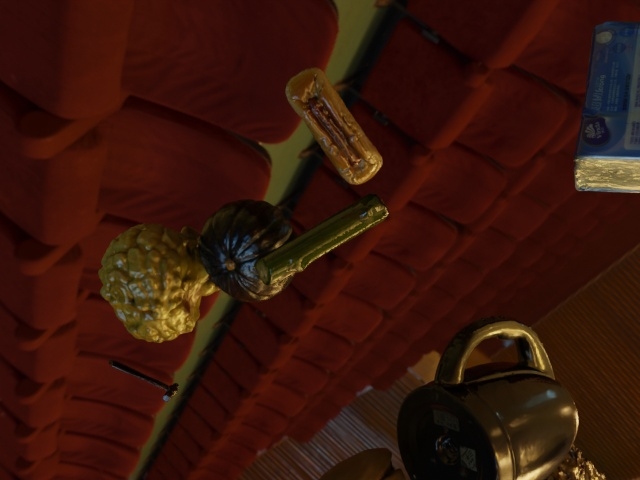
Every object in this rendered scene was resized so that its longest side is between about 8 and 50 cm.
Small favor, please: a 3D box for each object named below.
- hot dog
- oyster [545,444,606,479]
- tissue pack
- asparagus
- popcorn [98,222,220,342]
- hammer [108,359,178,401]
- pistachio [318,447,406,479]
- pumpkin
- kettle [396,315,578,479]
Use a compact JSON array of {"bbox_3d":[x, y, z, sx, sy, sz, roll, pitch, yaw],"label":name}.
[{"bbox_3d":[0.029,-0.198,1.035,0.084,0.242,0.073,-31,-154,13],"label":"hot dog"},{"bbox_3d":[0.563,0.563,1.294,0.396,0.111,0.204,-8,100,-46],"label":"oyster"},{"bbox_3d":[0.542,-0.220,0.946,0.146,0.198,0.263,40,61,-59],"label":"tissue pack"},{"bbox_3d":[-0.001,-0.002,1.053,0.278,0.067,0.060,-32,136,1],"label":"asparagus"},{"bbox_3d":[-0.354,0.088,1.251,0.258,0.224,0.270,24,81,-60],"label":"popcorn"},{"bbox_3d":[-0.420,0.323,1.346,0.021,0.178,0.065,-62,-176,17],"label":"hammer"},{"bbox_3d":[0.063,0.421,0.936,0.226,0.136,0.135,-16,148,-52],"label":"pistachio"},{"bbox_3d":[-0.147,0.021,1.183,0.220,0.220,0.162,-54,173,32],"label":"pumpkin"},{"bbox_3d":[0.327,0.299,1.043,0.324,0.320,0.228,-5,175,-35],"label":"kettle"}]
